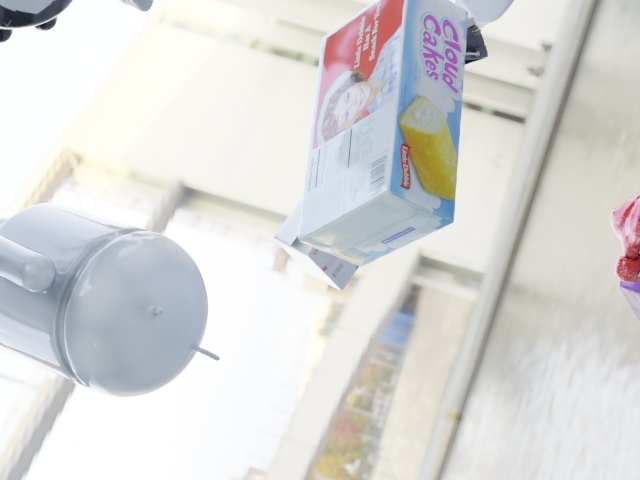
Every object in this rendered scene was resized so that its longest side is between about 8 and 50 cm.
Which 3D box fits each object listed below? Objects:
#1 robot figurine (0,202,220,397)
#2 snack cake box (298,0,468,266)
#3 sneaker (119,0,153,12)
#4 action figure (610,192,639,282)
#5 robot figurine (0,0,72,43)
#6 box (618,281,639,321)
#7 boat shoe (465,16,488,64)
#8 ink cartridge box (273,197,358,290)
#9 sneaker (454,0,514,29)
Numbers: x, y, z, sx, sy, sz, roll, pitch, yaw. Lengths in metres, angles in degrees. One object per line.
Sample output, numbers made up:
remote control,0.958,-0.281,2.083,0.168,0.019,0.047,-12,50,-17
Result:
robot figurine,-0.277,0.071,1.451,0.300,0.353,0.200,29,-100,-51
snack cake box,0.066,-0.123,1.257,0.152,0.089,0.264,-28,47,49
sneaker,-0.333,-0.419,1.933,0.061,0.065,0.158,-67,-29,-15
action figure,0.396,-0.071,1.228,0.280,0.139,0.091,-63,20,1
robot figurine,-0.355,-0.351,1.352,0.278,0.173,0.209,107,-172,-55
box,0.465,0.043,1.439,0.201,0.057,0.293,-58,-38,-11
boat shoe,0.136,-0.226,1.626,0.206,0.065,0.075,-33,7,-4
ink cartridge box,0.000,0.000,2.004,0.092,0.090,0.143,-54,-43,-11
sneaker,0.270,-0.394,1.988,0.094,0.080,0.212,-30,0,-30
